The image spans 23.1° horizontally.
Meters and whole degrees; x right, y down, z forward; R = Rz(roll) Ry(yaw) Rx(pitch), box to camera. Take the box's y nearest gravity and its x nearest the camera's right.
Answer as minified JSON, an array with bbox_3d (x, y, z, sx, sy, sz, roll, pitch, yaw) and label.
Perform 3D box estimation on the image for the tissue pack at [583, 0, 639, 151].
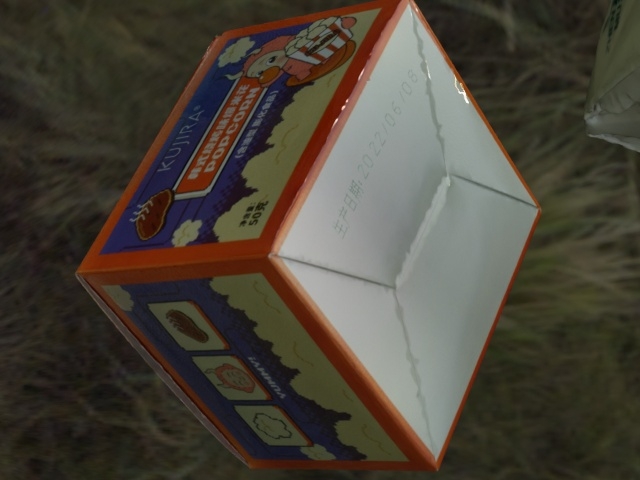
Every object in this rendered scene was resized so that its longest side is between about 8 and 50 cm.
[{"bbox_3d":[0.290,-0.229,0.772,0.207,0.297,0.380,17,73,-8],"label":"tissue pack"}]

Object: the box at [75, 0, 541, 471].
[{"bbox_3d":[0.000,0.000,1.544,0.318,0.257,0.349,51,49,-33],"label":"box"}]
